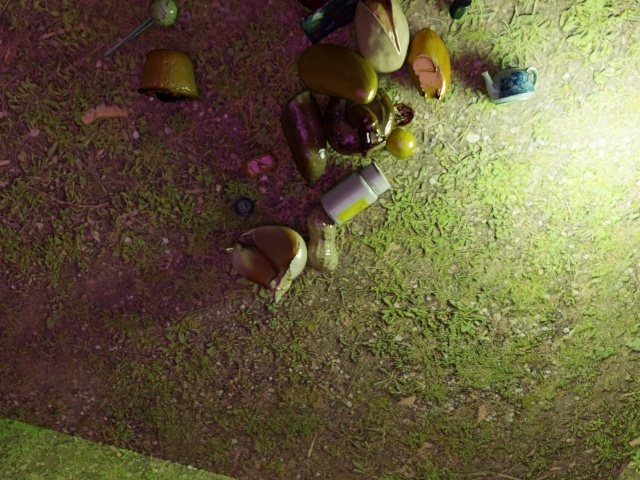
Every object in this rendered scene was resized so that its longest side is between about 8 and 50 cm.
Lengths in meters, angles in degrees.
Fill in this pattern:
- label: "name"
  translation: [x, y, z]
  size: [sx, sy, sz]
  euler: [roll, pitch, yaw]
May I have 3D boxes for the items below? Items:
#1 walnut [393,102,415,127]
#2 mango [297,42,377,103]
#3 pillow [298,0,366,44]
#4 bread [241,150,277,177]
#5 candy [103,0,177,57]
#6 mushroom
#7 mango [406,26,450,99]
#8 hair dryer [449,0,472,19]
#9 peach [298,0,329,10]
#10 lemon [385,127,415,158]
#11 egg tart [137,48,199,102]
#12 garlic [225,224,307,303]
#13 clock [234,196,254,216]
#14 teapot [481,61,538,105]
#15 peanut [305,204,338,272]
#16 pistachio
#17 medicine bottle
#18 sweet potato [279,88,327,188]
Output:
- label: "walnut"
  translation: [0.297, -0.468, 1.872]
  size: [0.121, 0.052, 0.091]
  euler: [-6, 93, 6]
- label: "mango"
  translation: [0.064, -0.586, 1.727]
  size: [0.332, 0.142, 0.195]
  euler: [26, 67, 22]
- label: "pillow"
  translation: [0.057, -0.771, 1.689]
  size: [0.256, 0.189, 0.034]
  euler: [-25, 84, 11]
- label: "bread"
  translation: [-0.238, -0.298, 1.935]
  size: [0.132, 0.053, 0.074]
  euler: [-20, 110, 5]
- label: "candy"
  translation: [-0.648, -0.744, 1.757]
  size: [0.336, 0.092, 0.093]
  euler: [-26, 146, 17]
- label: "mushroom"
  translation: [0.142, -0.419, 1.788]
  size: [0.263, 0.283, 0.195]
  euler: [-16, 144, 0]
- label: "mango"
  translation: [0.386, -0.627, 1.772]
  size: [0.154, 0.126, 0.252]
  euler: [-15, 109, -3]
- label: "hair dryer"
  translation: [0.478, -0.878, 1.710]
  size: [0.057, 0.100, 0.197]
  euler: [-3, 92, -1]
- label: "peach"
  translation: [0.004, -0.880, 1.621]
  size: [0.244, 0.243, 0.199]
  euler: [-17, 68, 6]
- label: "lemon"
  translation: [0.306, -0.367, 1.884]
  size: [0.133, 0.109, 0.109]
  euler: [38, 107, 2]
- label: "egg tart"
  translation: [-0.536, -0.574, 1.759]
  size: [0.215, 0.215, 0.170]
  euler: [3, 96, -2]
- label: "garlic"
  translation: [-0.206, 0.083, 1.998]
  size: [0.249, 0.313, 0.286]
  euler: [-15, 128, -42]
- label: "clock"
  translation: [-0.309, -0.138, 2.016]
  size: [0.085, 0.017, 0.085]
  euler: [0, 111, 0]
- label: "teapot"
  translation: [0.690, -0.573, 1.792]
  size: [0.232, 0.159, 0.159]
  euler: [-13, 112, -16]
- label: "peanut"
  translation: [0.000, 0.000, 2.013]
  size: [0.120, 0.136, 0.298]
  euler: [13, 116, 38]
- label: "pistachio"
  translation: [0.212, -0.703, 1.685]
  size: [0.188, 0.187, 0.299]
  euler: [-23, 149, 8]
- label: "medicine bottle"
  translation: [0.136, -0.185, 1.935]
  size: [0.258, 0.143, 0.143]
  euler: [-37, 107, 12]
- label: "sweet potato"
  translation: [-0.046, -0.371, 1.860]
  size: [0.158, 0.158, 0.369]
  euler: [-15, 108, 5]
